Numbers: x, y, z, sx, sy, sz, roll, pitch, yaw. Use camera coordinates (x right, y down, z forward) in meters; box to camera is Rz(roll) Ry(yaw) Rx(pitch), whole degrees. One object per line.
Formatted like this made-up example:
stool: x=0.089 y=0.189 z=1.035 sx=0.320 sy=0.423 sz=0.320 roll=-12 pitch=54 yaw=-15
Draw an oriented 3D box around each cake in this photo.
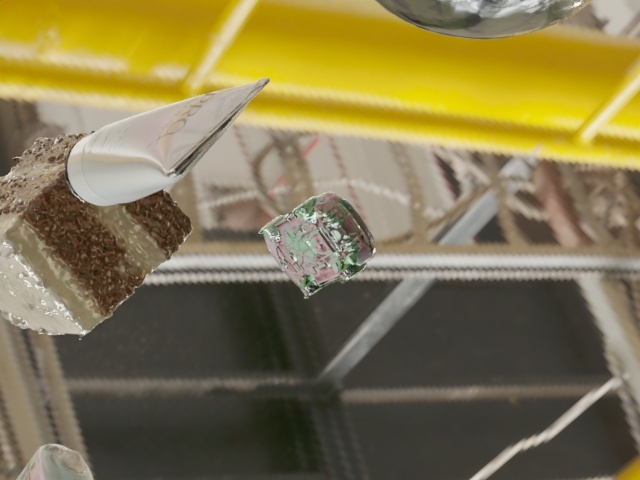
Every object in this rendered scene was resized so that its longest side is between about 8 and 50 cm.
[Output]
cake: x=-0.213 y=-0.002 z=1.362 sx=0.134 sy=0.135 sz=0.147 roll=49 pitch=-120 yaw=-26

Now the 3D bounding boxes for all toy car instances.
toy car: x=0.000 y=0.000 z=1.285 sx=0.055 sy=0.142 sz=0.069 roll=-38 pitch=-85 yaw=-23

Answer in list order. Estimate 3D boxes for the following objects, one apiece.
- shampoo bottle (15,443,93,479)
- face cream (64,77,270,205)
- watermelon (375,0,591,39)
shampoo bottle: x=-0.192 y=0.185 z=1.107 sx=0.043 sy=0.099 sz=0.072 roll=29 pitch=-165 yaw=-27
face cream: x=-0.114 y=-0.061 z=1.117 sx=0.058 sy=0.243 sz=0.092 roll=48 pitch=-113 yaw=-15
watermelon: x=0.098 y=-0.224 z=0.951 sx=0.212 sy=0.212 sz=0.212 roll=21 pitch=-136 yaw=-22
